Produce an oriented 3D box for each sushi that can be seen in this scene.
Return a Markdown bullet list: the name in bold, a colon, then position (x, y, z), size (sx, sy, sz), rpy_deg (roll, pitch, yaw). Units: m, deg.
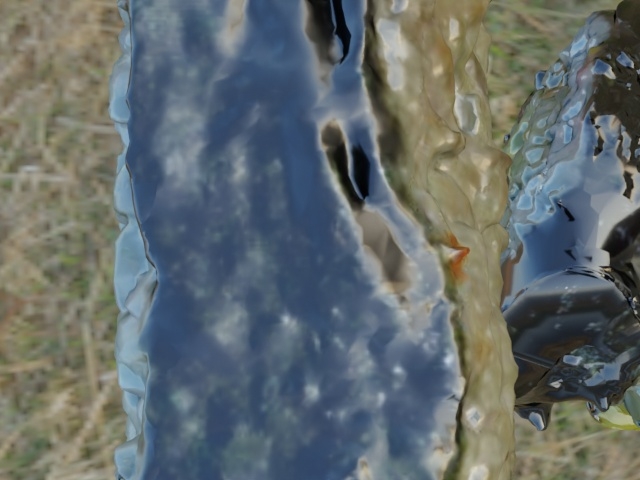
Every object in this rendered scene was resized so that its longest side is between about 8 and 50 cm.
- **sushi**: position (0.000, 0.000, 0.823), size (0.171, 0.211, 0.350), rpy_deg (-1, 82, 3)
- **sushi**: position (0.268, 0.019, 1.597), size (0.285, 0.328, 0.328), rpy_deg (27, 124, -4)
